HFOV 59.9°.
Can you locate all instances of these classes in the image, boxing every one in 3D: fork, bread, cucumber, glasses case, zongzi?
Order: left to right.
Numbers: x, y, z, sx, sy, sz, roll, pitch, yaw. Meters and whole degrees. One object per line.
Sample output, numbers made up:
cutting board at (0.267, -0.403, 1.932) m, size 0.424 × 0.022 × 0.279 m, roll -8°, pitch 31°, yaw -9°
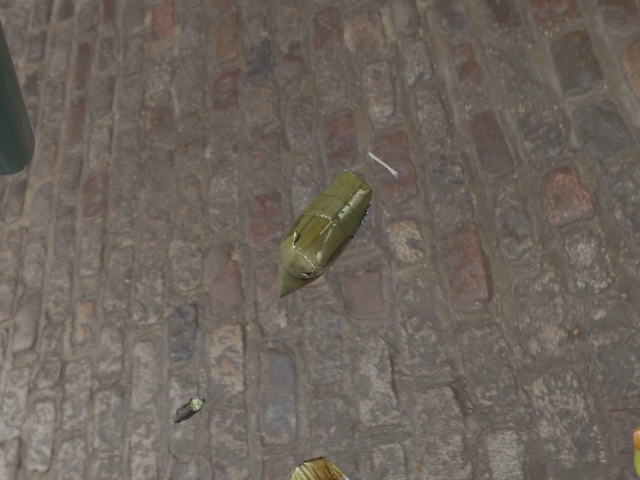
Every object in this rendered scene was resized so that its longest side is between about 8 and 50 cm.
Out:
glasses case at (-0.361, -0.133, 0.548) m, size 0.117 × 0.301 × 0.070 m, roll 2°, pitch 77°, yaw -21°
cucumber at (-0.299, 0.387, 1.266) m, size 0.135 × 0.034 × 0.033 m, roll -44°, pitch 42°, yaw 48°
bread at (-0.044, 0.616, 1.262) m, size 0.107 × 0.136 × 0.241 m, roll 43°, pitch 109°, yaw 39°
zongzi at (0.000, 0.000, 1.115) m, size 0.115 × 0.256 × 0.228 m, roll 35°, pitch 63°, yaw 6°
fork at (0.166, -0.188, 1.398) m, size 0.115 × 0.016 × 0.012 m, roll 37°, pitch 44°, yaw 6°

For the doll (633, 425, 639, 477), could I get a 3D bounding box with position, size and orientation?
doll at (0.495, 0.317, 0.757) m, size 0.142 × 0.135 × 0.221 m, roll -10°, pitch 99°, yaw -9°
